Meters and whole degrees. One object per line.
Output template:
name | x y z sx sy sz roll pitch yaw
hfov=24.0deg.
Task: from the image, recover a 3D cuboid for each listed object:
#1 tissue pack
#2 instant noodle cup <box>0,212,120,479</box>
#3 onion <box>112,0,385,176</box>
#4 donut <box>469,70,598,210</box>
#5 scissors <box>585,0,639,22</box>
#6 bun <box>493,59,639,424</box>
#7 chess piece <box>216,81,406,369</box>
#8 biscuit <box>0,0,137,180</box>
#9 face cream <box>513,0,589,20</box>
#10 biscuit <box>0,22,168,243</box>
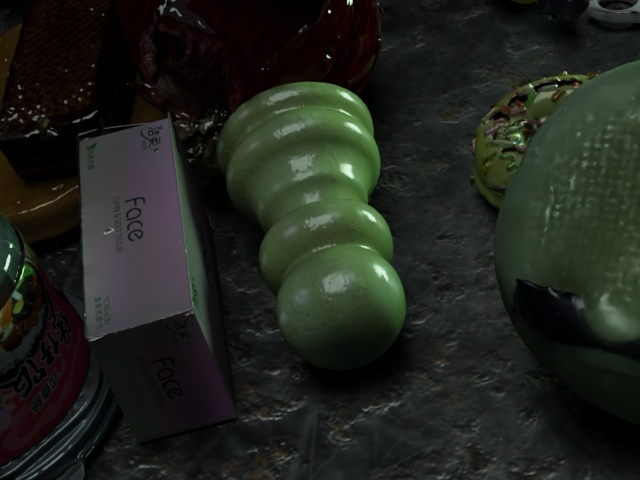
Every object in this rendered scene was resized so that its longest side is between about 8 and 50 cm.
tissue pack | -0.139 0.028 1.279 0.092 0.148 0.246 -15 45 2
instant noodle cup | -0.310 0.082 1.250 0.258 0.181 0.302 -39 47 -19
onion | -0.078 -0.214 1.419 0.281 0.281 0.221 -33 6 -15
donut | 0.216 -0.086 1.334 0.175 0.068 0.174 -9 45 9
scissors | 0.347 -0.209 1.449 0.110 0.021 0.212 -28 44 -15
bun | 0.286 0.007 1.136 0.293 0.187 0.293 -13 65 28
chess piece | 0.000 0.000 1.281 0.144 0.144 0.251 -16 50 2
biscuit | -0.240 -0.211 1.525 0.107 0.073 0.388 -9 43 10
face cream | 0.192 -0.300 1.551 0.078 0.078 0.273 -27 44 -9
biscuit | -0.280 -0.118 1.534 0.312 0.057 0.351 16 52 29
